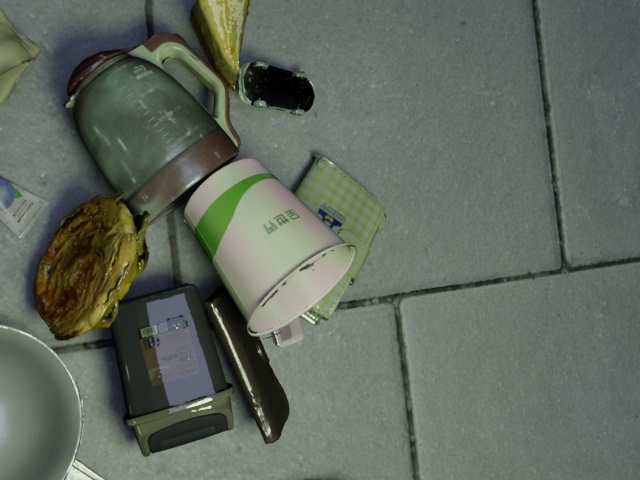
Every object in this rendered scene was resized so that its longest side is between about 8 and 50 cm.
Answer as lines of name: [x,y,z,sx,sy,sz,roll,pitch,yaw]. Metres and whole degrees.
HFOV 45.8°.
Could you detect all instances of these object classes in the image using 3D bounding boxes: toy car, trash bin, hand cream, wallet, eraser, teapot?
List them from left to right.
hand cream: [-0.581,-0.077,1.394,0.142,0.053,0.084,41,71,-27]
teapot: [-0.306,-0.237,1.436,0.315,0.233,0.312,-41,97,-30]
trash bin: [-0.284,0.240,1.431,0.209,0.182,0.291,-15,87,-13]
wallet: [-0.140,0.236,1.507,0.042,0.165,0.310,-22,97,13]
toy car: [-0.091,-0.319,1.607,0.204,0.056,0.096,2,88,-49]
eraser: [-0.078,0.169,1.610,0.065,0.026,0.105,-15,93,-22]
wallet: [0.000,0.000,1.619,0.223,0.077,0.310,35,68,-10]

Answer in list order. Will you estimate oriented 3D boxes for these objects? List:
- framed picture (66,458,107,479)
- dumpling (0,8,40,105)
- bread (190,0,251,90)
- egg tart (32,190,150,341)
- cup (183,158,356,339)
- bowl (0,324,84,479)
framed picture: [-0.553,0.502,1.378,0.209,0.019,0.281,40,71,-16]
dumpling: [-0.655,-0.305,1.296,0.318,0.187,0.243,-41,106,-18]
bread: [-0.162,-0.402,1.498,0.135,0.240,0.178,-26,101,-8]
egg tart: [-0.389,0.051,1.347,0.132,0.297,0.297,27,75,-39]
cup: [-0.107,0.003,1.423,0.253,0.253,0.274,-33,72,-22]
bowl: [-0.595,0.314,1.286,0.345,0.157,0.346,5,81,-34]
